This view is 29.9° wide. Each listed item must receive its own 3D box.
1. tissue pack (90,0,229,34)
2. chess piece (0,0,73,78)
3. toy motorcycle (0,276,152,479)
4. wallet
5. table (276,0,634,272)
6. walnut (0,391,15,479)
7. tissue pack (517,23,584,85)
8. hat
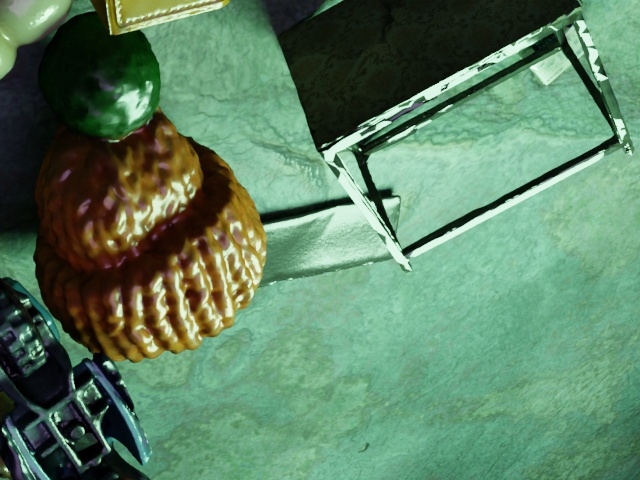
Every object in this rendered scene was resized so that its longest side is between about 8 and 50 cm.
[{"bbox_3d":[-0.183,-0.377,1.172,0.145,0.194,0.275,-18,137,-20],"label":"tissue pack"},{"bbox_3d":[-0.390,-0.204,1.251,0.299,0.167,0.167,-38,137,-2],"label":"chess piece"},{"bbox_3d":[-0.326,0.193,1.408,0.172,0.232,0.416,-38,123,-19],"label":"toy motorcycle"},{"bbox_3d":[0.000,0.000,1.743,0.244,0.025,0.124,-11,134,-18],"label":"wallet"},{"bbox_3d":[0.171,-0.181,1.496,0.335,0.222,0.272,-27,138,9],"label":"table"},{"bbox_3d":[-0.440,0.214,1.582,0.141,0.204,0.238,-54,143,-7],"label":"walnut"},{"bbox_3d":[0.324,-0.264,1.666,0.083,0.042,0.062,-43,137,14],"label":"tissue pack"},{"bbox_3d":[-0.219,-0.049,1.375,0.285,0.285,0.400,-24,145,-7],"label":"hat"}]
